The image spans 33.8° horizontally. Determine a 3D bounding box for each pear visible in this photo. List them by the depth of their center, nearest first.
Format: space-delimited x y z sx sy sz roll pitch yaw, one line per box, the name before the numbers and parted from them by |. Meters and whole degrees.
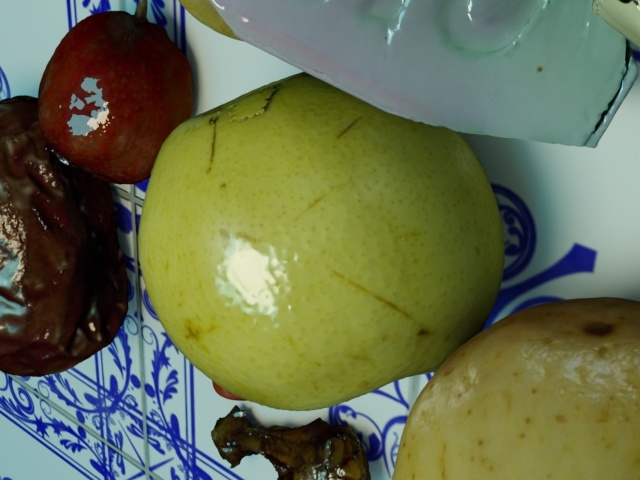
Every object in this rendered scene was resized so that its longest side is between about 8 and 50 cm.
pear | 0.000 0.000 1.010 0.348 0.348 0.348 22 124 36

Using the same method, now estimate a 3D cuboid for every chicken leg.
chicken leg | -0.043 0.274 1.383 0.304 0.093 0.113 8 98 50

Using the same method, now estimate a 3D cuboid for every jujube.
jujube | -0.414 -0.006 1.468 0.276 0.276 0.376 -8 106 46

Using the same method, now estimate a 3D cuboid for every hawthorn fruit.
hawthorn fruit | -0.241 -0.187 1.281 0.189 0.189 0.251 40 114 23

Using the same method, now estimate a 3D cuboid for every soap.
soap | 0.049 -0.251 0.818 0.446 0.156 0.261 27 104 -7

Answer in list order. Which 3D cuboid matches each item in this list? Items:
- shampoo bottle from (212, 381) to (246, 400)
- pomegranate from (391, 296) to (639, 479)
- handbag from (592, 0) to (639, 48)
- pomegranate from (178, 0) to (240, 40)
shampoo bottle | -0.105 0.055 1.308 0.104 0.104 0.278 11 117 41
pomegranate | 0.224 0.247 0.858 0.410 0.410 0.410 22 124 36
handbag | 0.374 -0.099 0.666 0.358 0.237 0.160 46 137 17
pomegranate | -0.048 -0.303 0.997 0.233 0.233 0.233 22 124 36
